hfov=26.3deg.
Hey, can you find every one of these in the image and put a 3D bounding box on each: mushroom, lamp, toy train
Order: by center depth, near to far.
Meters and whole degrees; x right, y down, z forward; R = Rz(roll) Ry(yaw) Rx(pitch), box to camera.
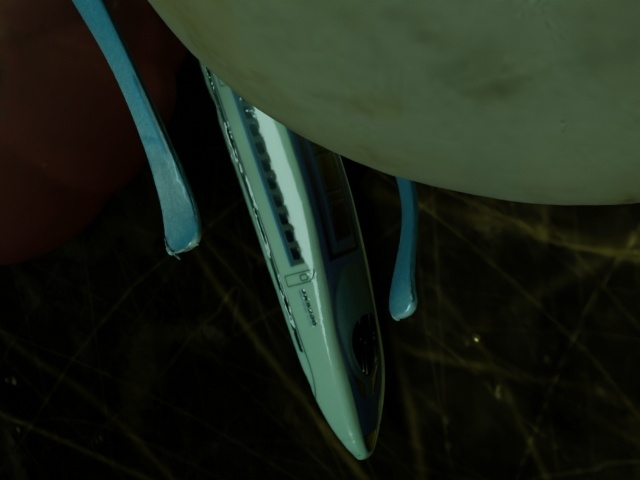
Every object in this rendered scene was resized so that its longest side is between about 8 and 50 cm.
[{"bbox_3d":[0.082,-0.187,0.474,0.362,0.295,0.362,15,145,11],"label":"mushroom"},{"bbox_3d":[-0.219,-0.128,0.755,0.303,0.257,0.303,0,90,9],"label":"lamp"},{"bbox_3d":[0.000,0.000,0.758,0.048,0.055,0.252,-16,95,35],"label":"toy train"}]

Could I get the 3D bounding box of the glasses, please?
[{"bbox_3d":[-0.048,-0.062,0.620,0.088,0.189,0.221,-34,52,36],"label":"glasses"}]
